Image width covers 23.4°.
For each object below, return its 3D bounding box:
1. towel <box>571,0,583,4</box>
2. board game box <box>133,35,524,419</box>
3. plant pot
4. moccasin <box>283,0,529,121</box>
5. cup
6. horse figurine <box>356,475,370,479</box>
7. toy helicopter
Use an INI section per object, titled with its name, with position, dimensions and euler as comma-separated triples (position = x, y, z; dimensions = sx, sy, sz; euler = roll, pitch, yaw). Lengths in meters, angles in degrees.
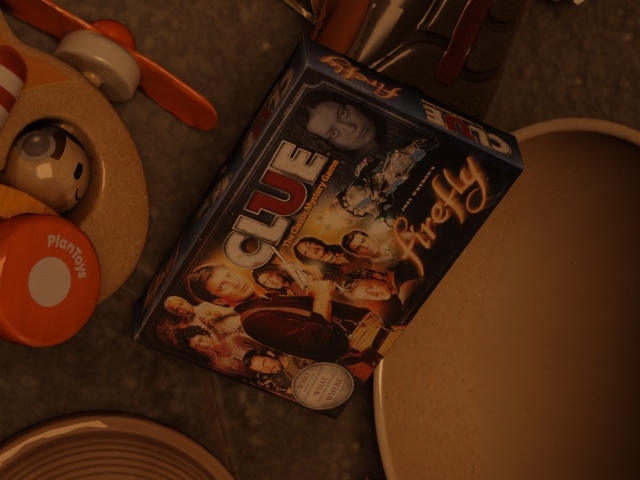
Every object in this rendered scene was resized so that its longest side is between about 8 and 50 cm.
[towel]
position = 0.229, -0.336, 1.124
dimensions = 0.209, 0.034, 0.285
euler = -22, 108, -18
[board game box]
position = 0.000, 0.000, 1.035
dimensions = 0.165, 0.042, 0.243
euler = 23, 120, -19
[plant pot]
position = -0.148, 0.239, 1.047
dimensions = 0.237, 0.110, 0.237
euler = 0, 92, -12
[moccasin]
position = 0.053, -0.163, 1.072
dimensions = 0.139, 0.147, 0.380
euler = 13, 107, -28
[cup]
position = 0.230, 0.097, 1.054
dimensions = 0.237, 0.331, 0.331
euler = 8, 89, -39
[horse figurine]
position = 0.094, 0.315, 1.127
dimensions = 0.174, 0.066, 0.263
euler = 11, 86, -19
[toy helicopter]
position = -0.208, -0.118, 1.000
dimensions = 0.235, 0.140, 0.355
euler = -39, 118, -35
